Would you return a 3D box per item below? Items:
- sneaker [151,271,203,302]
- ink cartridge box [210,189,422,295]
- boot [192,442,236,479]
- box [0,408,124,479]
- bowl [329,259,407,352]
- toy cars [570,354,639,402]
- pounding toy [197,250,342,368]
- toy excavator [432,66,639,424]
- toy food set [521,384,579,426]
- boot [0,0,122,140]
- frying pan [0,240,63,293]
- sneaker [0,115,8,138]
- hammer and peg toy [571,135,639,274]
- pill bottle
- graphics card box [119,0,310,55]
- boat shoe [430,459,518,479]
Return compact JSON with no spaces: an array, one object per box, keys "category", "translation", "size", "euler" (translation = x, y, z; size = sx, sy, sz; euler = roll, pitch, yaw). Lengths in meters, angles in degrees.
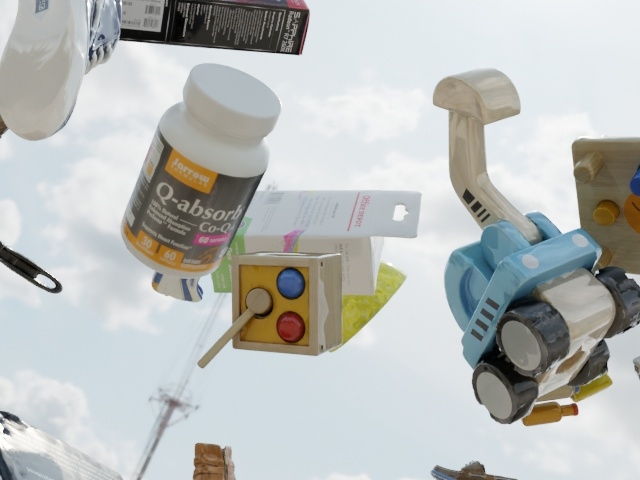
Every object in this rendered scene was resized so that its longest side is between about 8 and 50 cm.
[{"category":"sneaker","translation":[-0.260,-0.002,1.847],"size":[0.131,0.112,0.296],"euler":[24,-75,-13]},{"category":"ink cartridge box","translation":[0.000,0.000,1.475],"size":[0.354,0.207,0.119],"euler":[0,-64,10]},{"category":"boot","translation":[-0.210,0.430,1.464],"size":[0.073,0.152,0.197],"euler":[-13,-20,21]},{"category":"box","translation":[-0.382,0.522,0.878],"size":[0.472,0.480,0.297],"euler":[44,-3,45]},{"category":"bowl","translation":[0.072,0.136,2.178],"size":[0.156,0.289,0.289],"euler":[45,-34,0]},{"category":"toy cars","translation":[0.580,0.268,1.612],"size":[0.394,0.176,0.087],"euler":[14,-36,26]},{"category":"pounding toy","translation":[-0.058,0.081,0.970],"size":[0.141,0.130,0.100],"euler":[1,4,24]},{"category":"toy excavator","translation":[0.296,0.004,1.361],"size":[0.445,0.222,0.432],"euler":[52,-32,31]},{"category":"toy food set","translation":[0.412,0.218,1.554],"size":[0.105,0.232,0.111],"euler":[-6,-21,-6]},{"category":"boot","translation":[-0.187,-0.147,0.639],"size":[0.069,0.189,0.086],"euler":[-8,-24,18]},{"category":"frying pan","translation":[-0.522,0.001,1.191],"size":[0.053,0.197,0.326],"euler":[19,-41,54]},{"category":"sneaker","translation":[-0.684,-0.194,1.691],"size":[0.188,0.066,0.071],"euler":[-30,-69,0]},{"category":"hammer and peg toy","translation":[0.593,-0.054,1.348],"size":[0.362,0.127,0.265],"euler":[5,-58,37]},{"category":"pill bottle","translation":[-0.167,-0.095,1.177],"size":[0.162,0.162,0.278],"euler":[26,-59,-4]},{"category":"graphics card box","translation":[-0.222,-0.404,1.355],"size":[0.371,0.232,0.094],"euler":[-1,-48,-20]},{"category":"boat shoe","translation":[0.318,0.490,1.724],"size":[0.183,0.066,0.066],"euler":[15,-22,22]}]
